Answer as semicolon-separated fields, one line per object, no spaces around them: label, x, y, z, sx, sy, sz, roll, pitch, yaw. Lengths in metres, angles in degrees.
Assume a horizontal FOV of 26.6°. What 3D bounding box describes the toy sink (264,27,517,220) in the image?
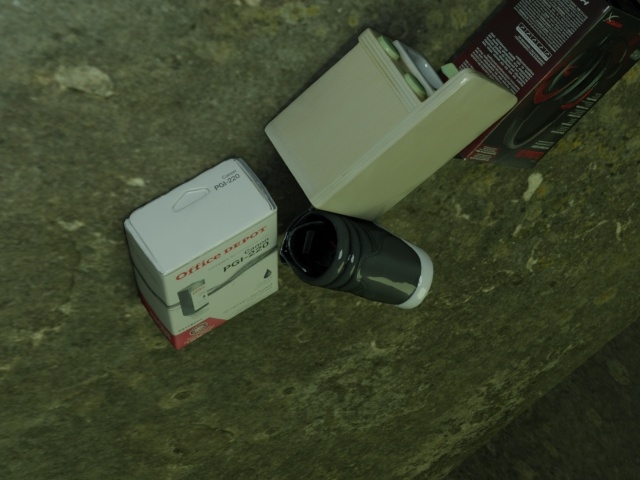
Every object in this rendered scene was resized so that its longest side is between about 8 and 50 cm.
toy sink;0.080;-0.148;1.550;0.234;0.131;0.153;-40;159;20

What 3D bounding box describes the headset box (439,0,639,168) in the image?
headset box;0.275;-0.212;1.743;0.293;0.110;0.218;-47;157;22

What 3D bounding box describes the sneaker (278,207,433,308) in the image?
sneaker;0.000;0.000;1.651;0.147;0.296;0.104;21;91;-33

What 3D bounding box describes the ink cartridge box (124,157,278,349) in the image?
ink cartridge box;-0.136;0.018;1.607;0.158;0.092;0.218;-31;156;-16
